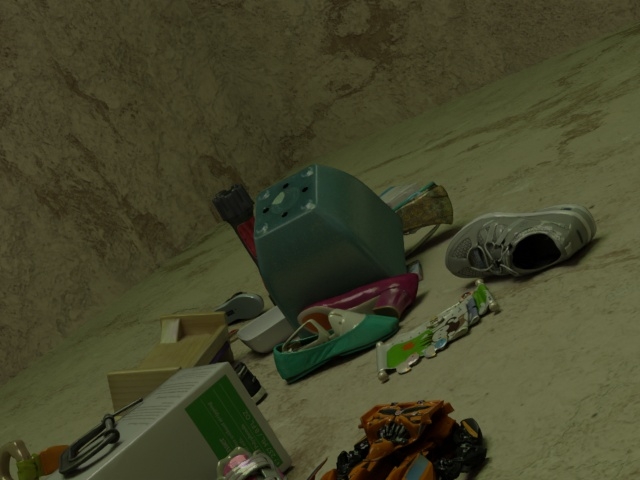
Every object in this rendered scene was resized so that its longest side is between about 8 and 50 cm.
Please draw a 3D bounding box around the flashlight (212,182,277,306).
[{"bbox_3d":[-0.133,0.013,2.471,0.103,0.304,0.103,-27,13,15],"label":"flashlight"}]

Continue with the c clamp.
[{"bbox_3d":[-0.313,0.274,1.517,0.137,0.022,0.161,-32,10,-4],"label":"c clamp"}]

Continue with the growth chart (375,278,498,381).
[{"bbox_3d":[0.188,0.148,1.769,0.237,0.021,0.172,-32,12,1],"label":"growth chart"}]

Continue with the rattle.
[{"bbox_3d":[-0.624,0.495,2.272,0.143,0.130,0.199,-28,-22,-53],"label":"rattle"}]

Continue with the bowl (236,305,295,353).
[{"bbox_3d":[-0.098,0.187,2.271,0.142,0.053,0.142,-34,12,-12],"label":"bowl"}]

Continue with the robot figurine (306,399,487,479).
[{"bbox_3d":[0.073,0.282,1.283,0.211,0.085,0.291,-11,20,36],"label":"robot figurine"}]

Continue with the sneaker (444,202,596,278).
[{"bbox_3d":[0.316,0.010,1.812,0.281,0.105,0.115,-21,15,41],"label":"sneaker"}]

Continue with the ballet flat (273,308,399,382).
[{"bbox_3d":[0.017,0.173,1.932,0.247,0.087,0.083,-27,11,19],"label":"ballet flat"}]

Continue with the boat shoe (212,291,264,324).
[{"bbox_3d":[-0.186,0.151,2.626,0.183,0.065,0.083,-21,16,45],"label":"boat shoe"}]

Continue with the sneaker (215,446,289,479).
[{"bbox_3d":[-0.085,0.339,1.404,0.103,0.111,0.252,-35,12,-18],"label":"sneaker"}]

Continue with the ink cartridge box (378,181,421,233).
[{"bbox_3d":[0.192,-0.073,2.545,0.090,0.092,0.143,-36,11,-22],"label":"ink cartridge box"}]

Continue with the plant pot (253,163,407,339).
[{"bbox_3d":[0.000,0.000,2.120,0.247,0.252,0.247,-26,35,20],"label":"plant pot"}]

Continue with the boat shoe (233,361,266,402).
[{"bbox_3d":[-0.213,0.313,1.956,0.233,0.079,0.084,-36,12,-15],"label":"boat shoe"}]

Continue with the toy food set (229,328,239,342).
[{"bbox_3d":[-0.230,0.234,2.494,0.122,0.019,0.078,-37,13,-29],"label":"toy food set"}]

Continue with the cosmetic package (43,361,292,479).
[{"bbox_3d":[-0.244,0.357,1.532,0.365,0.197,0.155,-41,15,-35],"label":"cosmetic package"}]

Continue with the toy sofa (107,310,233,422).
[{"bbox_3d":[-0.288,0.279,2.163,0.150,0.177,0.362,-5,13,11],"label":"toy sofa"}]

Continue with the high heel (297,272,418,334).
[{"bbox_3d":[0.071,0.115,2.038,0.244,0.082,0.117,-17,24,38],"label":"high heel"}]

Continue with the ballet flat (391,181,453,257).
[{"bbox_3d":[0.132,0.001,2.327,0.349,0.123,0.123,-30,11,17],"label":"ballet flat"}]

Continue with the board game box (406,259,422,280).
[{"bbox_3d":[0.160,0.077,2.152,0.090,0.020,0.090,-29,12,10],"label":"board game box"}]
